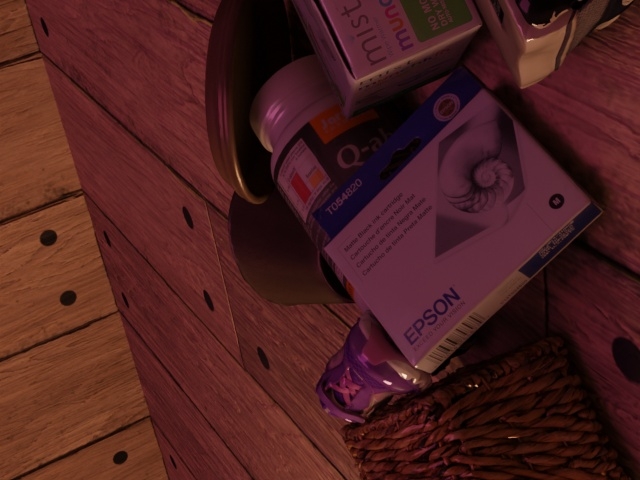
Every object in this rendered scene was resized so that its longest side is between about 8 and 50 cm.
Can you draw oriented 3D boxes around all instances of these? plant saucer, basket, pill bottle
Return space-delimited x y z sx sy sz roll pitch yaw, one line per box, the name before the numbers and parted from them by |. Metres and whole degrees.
plant saucer | -0.084 -0.182 1.376 0.278 0.041 0.278 3 -90 -77
basket | 0.000 0.000 1.464 0.227 0.154 0.204 10 119 62
pill bottle | 0.044 -0.064 1.258 0.278 0.162 0.162 56 157 26
basket | 0.164 0.257 1.232 0.223 0.213 0.299 65 160 6

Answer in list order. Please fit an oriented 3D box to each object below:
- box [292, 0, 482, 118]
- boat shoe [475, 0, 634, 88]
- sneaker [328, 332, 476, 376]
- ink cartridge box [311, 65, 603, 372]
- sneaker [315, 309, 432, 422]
box | 0.024 -0.264 1.050 0.231 0.127 0.262 98 148 -87
boat shoe | 0.195 -0.200 0.834 0.127 0.158 0.340 64 -172 -5
sneaker | 0.121 0.120 1.385 0.086 0.163 0.226 59 -161 7
ink cartridge box | 0.111 -0.030 1.082 0.045 0.223 0.224 27 -159 -54
sneaker | 0.044 0.139 1.163 0.095 0.104 0.236 52 175 9
